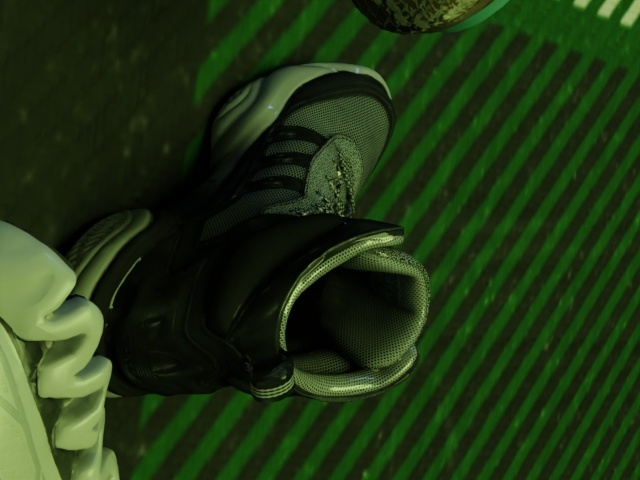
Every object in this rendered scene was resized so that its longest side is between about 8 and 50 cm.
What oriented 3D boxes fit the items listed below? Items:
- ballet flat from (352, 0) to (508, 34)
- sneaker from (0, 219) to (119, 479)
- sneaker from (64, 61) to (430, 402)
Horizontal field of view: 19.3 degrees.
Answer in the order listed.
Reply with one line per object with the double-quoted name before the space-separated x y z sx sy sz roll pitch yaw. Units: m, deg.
"ballet flat" 0.071 -0.335 0.848 0.182 0.164 0.483 36 68 -38
"sneaker" -0.132 0.137 0.815 0.118 0.110 0.292 -40 123 -36
"sneaker" 0.000 0.000 0.920 0.268 0.153 0.101 -43 134 -43
